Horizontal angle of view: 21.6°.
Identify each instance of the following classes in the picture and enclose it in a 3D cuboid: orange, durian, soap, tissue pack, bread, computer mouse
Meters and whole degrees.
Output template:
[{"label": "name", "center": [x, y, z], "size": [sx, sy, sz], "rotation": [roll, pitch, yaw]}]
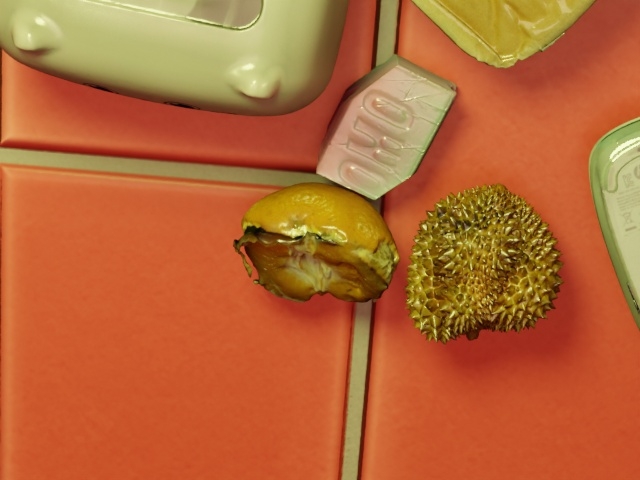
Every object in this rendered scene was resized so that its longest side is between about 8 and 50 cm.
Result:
[{"label": "orange", "center": [0.000, 0.000, 1.689], "size": [0.170, 0.112, 0.160], "rotation": [22, 152, -34]}, {"label": "durian", "center": [0.166, 0.026, 1.687], "size": [0.158, 0.137, 0.168], "rotation": [6, 97, -19]}, {"label": "soap", "center": [0.060, -0.109, 1.681], "size": [0.100, 0.056, 0.149], "rotation": [28, 108, -4]}, {"label": "tissue pack", "center": [-0.139, -0.241, 1.552], "size": [0.333, 0.236, 0.229], "rotation": [11, 109, -1]}, {"label": "bread", "center": [0.163, -0.287, 1.586], "size": [0.210, 0.110, 0.192], "rotation": [40, 113, -10]}, {"label": "computer mouse", "center": [0.372, 0.007, 1.683], "size": [0.159, 0.097, 0.288], "rotation": [-19, 96, 12]}]
